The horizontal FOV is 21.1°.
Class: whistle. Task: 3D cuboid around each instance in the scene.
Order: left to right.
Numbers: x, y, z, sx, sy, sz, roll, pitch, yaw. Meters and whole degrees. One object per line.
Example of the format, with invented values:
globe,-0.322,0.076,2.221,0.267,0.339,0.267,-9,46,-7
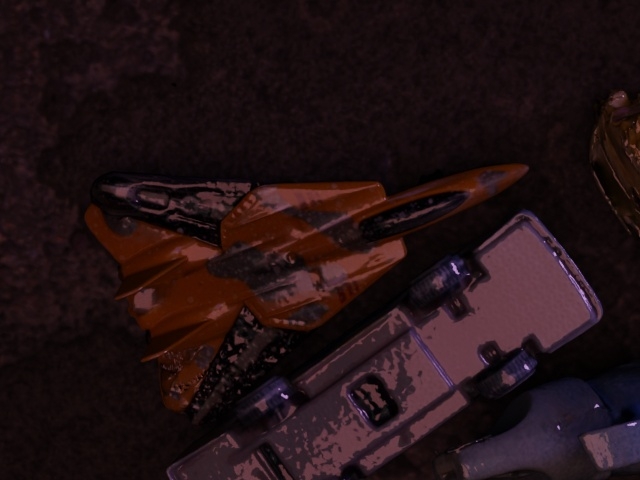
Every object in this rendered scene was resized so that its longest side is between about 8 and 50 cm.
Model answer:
whistle,0.204,0.138,1.242,0.269,0.180,0.093,-14,85,-23

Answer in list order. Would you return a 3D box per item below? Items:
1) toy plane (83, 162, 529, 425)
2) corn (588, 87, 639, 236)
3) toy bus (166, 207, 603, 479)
toy plane,0.000,-0.003,1.266,0.316,0.103,0.204,-22,101,1
corn,0.311,0.009,1.236,0.123,0.122,0.305,-31,95,26
toy bus,0.049,0.103,1.257,0.329,0.136,0.109,-36,89,11
